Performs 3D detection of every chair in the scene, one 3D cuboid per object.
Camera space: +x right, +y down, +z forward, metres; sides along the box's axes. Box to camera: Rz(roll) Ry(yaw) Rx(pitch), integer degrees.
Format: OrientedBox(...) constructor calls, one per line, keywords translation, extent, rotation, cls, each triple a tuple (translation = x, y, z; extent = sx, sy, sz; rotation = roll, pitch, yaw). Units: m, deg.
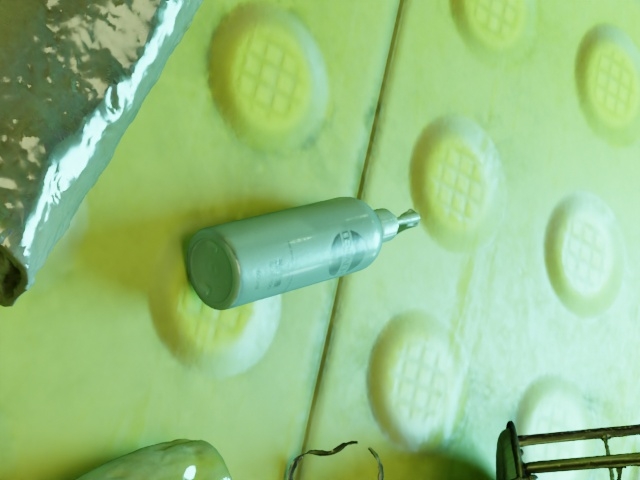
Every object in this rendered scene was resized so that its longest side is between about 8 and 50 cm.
OrientedBox(translation=(0.145, 0.205, 1.024), extent=(0.326, 0.170, 0.159), rotation=(-4, 92, 2), cls="chair")

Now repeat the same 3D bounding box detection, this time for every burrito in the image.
OrientedBox(translation=(-0.152, -0.119, 0.818), extent=(0.143, 0.105, 0.299), rotation=(35, 65, -29), cls="burrito")

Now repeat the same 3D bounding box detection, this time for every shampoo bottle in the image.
OrientedBox(translation=(0.000, 0.000, 0.968), extent=(0.195, 0.056, 0.056), rotation=(-16, 95, -41), cls="shampoo bottle")

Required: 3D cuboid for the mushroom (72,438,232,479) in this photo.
OrientedBox(translation=(-0.168, 0.198, 0.782), extent=(0.312, 0.081, 0.100), rotation=(-19, 103, -43), cls="mushroom")
